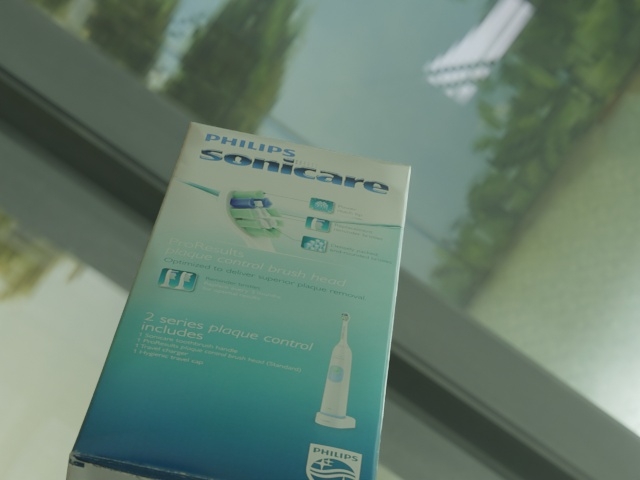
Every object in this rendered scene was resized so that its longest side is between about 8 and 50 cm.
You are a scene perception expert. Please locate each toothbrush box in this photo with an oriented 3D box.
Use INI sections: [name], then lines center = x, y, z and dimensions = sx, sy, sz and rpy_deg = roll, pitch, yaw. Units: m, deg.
[toothbrush box]
center = -0.042, 0.108, 0.855
dimensions = 0.295, 0.126, 0.216
rpy_deg = -77, 179, -59
